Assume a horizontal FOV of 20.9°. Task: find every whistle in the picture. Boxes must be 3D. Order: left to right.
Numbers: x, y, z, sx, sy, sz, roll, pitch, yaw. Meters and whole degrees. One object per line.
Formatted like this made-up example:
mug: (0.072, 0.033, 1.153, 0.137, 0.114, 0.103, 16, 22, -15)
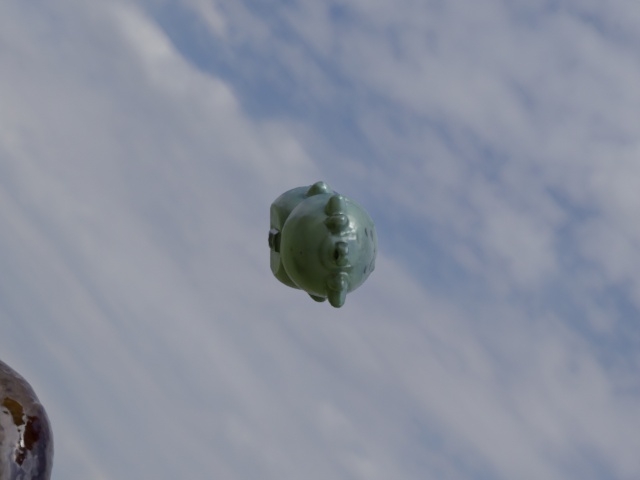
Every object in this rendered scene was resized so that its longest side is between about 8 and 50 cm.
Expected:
whistle: (0.000, 0.000, 1.584, 0.244, 0.092, 0.110, -154, -118, -79)

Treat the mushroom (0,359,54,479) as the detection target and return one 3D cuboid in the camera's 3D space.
mushroom: (-0.360, 0.213, 1.598, 0.267, 0.267, 0.254, 48, 11, 7)
